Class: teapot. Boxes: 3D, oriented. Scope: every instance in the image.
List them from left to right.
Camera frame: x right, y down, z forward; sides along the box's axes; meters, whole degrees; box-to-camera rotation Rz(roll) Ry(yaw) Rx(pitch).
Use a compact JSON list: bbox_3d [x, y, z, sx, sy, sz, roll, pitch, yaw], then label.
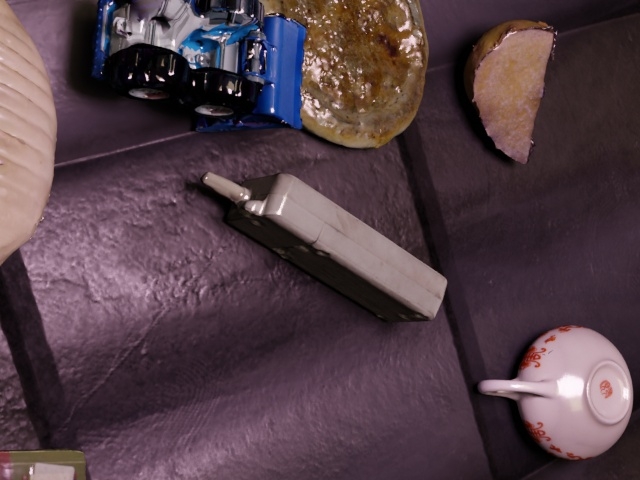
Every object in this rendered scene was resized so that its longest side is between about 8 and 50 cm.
[{"bbox_3d":[0.295,0.180,1.317,0.246,0.116,0.159,15,86,-28],"label":"teapot"}]

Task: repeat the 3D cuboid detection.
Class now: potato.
[{"bbox_3d":[0.210,-0.185,1.322,0.101,0.089,0.171,-5,119,-17],"label":"potato"}]

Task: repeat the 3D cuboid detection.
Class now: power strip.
[{"bbox_3d":[0.000,0.000,1.122,0.288,0.093,0.053,33,69,-29],"label":"power strip"}]

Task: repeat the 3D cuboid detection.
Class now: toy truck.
[{"bbox_3d":[-0.115,-0.169,1.041,0.208,0.126,0.113,12,76,-39],"label":"toy truck"}]

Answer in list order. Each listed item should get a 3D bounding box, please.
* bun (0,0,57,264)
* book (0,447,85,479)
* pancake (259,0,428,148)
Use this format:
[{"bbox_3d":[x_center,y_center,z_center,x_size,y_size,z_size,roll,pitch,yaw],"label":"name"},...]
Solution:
[{"bbox_3d":[-0.357,-0.087,0.796,0.326,0.235,0.361,0,68,-42],"label":"bun"},{"bbox_3d":[-0.328,0.269,0.888,0.290,0.026,0.201,8,79,-35],"label":"book"},{"bbox_3d":[0.027,-0.218,1.205,0.254,0.037,0.253,6,80,-36],"label":"pancake"}]
